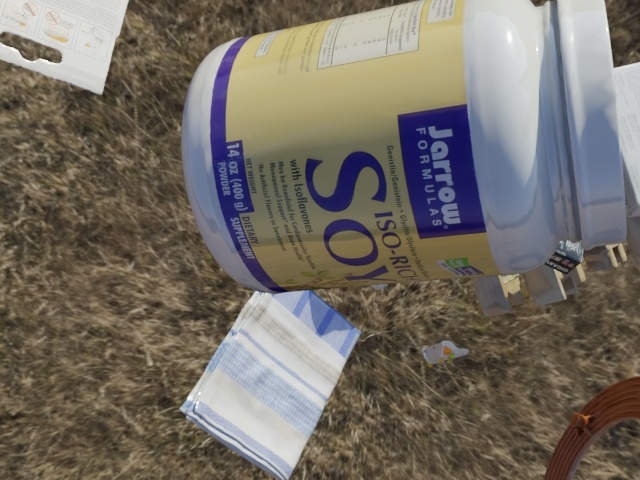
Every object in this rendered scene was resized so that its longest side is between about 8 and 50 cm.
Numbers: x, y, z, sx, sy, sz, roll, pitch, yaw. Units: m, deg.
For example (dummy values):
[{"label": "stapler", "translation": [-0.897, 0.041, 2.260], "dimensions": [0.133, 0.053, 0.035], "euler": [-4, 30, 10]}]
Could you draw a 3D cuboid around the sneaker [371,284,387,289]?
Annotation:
[{"label": "sneaker", "translation": [0.000, 0.000, 1.260], "dimensions": [0.114, 0.152, 0.305], "euler": [-40, 42, -23]}]

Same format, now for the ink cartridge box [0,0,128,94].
[{"label": "ink cartridge box", "translation": [-0.325, -0.297, 0.864], "dimensions": [0.181, 0.056, 0.224], "euler": [17, 75, -26]}]

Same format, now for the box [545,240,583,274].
[{"label": "box", "translation": [0.425, -0.064, 1.397], "dimensions": [0.175, 0.051, 0.220], "euler": [25, 55, -4]}]

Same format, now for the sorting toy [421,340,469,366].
[{"label": "sorting toy", "translation": [0.266, 0.236, 1.514], "dimensions": [0.075, 0.083, 0.044], "euler": [0, 72, -23]}]

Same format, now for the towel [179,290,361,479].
[{"label": "towel", "translation": [-0.063, 0.200, 1.118], "dimensions": [0.209, 0.034, 0.285], "euler": [42, 60, -20]}]

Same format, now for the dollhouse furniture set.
[{"label": "dollhouse furniture set", "translation": [0.560, -0.033, 1.603], "dimensions": [0.394, 0.362, 0.256], "euler": [-20, 88, 44]}]

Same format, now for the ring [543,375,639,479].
[{"label": "ring", "translation": [0.360, 0.323, 0.906], "dimensions": [0.032, 0.336, 0.336], "euler": [23, 84, -9]}]

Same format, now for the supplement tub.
[{"label": "supplement tub", "translation": [0.077, -0.082, 0.632], "dimensions": [0.332, 0.241, 0.240], "euler": [-6, 81, 21]}]

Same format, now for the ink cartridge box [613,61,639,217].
[{"label": "ink cartridge box", "translation": [0.481, -0.146, 0.930], "dimensions": [0.233, 0.066, 0.189], "euler": [-12, 76, -1]}]
